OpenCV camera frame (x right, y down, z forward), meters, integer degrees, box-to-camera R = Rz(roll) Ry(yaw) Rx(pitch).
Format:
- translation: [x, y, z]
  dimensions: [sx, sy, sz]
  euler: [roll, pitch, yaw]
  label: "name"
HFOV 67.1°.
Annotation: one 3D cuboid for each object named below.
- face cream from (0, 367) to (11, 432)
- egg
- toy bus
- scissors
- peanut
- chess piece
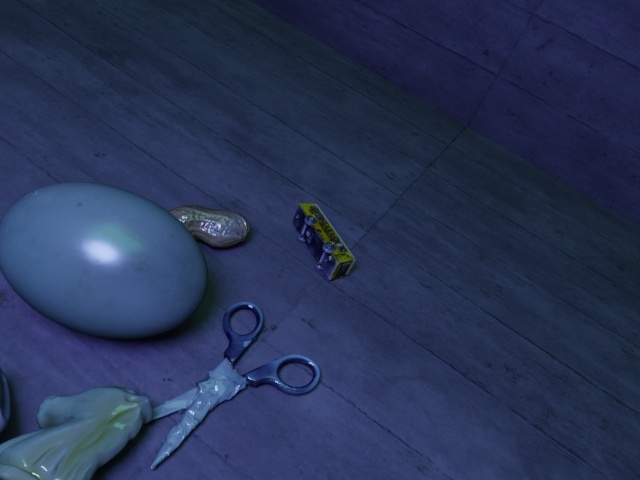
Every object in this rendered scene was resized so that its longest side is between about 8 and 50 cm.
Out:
- translation: [-0.630, 0.287, 0.672]
  dimensions: [0.336, 0.080, 0.163]
  euler: [-20, 28, -25]
  label: "face cream"
- translation: [-0.402, 0.038, 0.909]
  dimensions: [0.389, 0.276, 0.276]
  euler: [20, 42, -1]
  label: "egg"
- translation: [0.000, 0.000, 1.278]
  dimensions: [0.074, 0.081, 0.226]
  euler: [-6, 46, -35]
  label: "toy bus"
- translation: [-0.201, 0.278, 0.939]
  dimensions: [0.256, 0.029, 0.383]
  euler: [42, 46, 20]
  label: "scissors"
- translation: [-0.280, -0.033, 1.178]
  dimensions: [0.214, 0.090, 0.099]
  euler: [10, 73, -13]
  label: "peanut"
- translation: [-0.401, 0.326, 0.728]
  dimensions: [0.175, 0.176, 0.298]
  euler: [27, 30, 4]
  label: "chess piece"
